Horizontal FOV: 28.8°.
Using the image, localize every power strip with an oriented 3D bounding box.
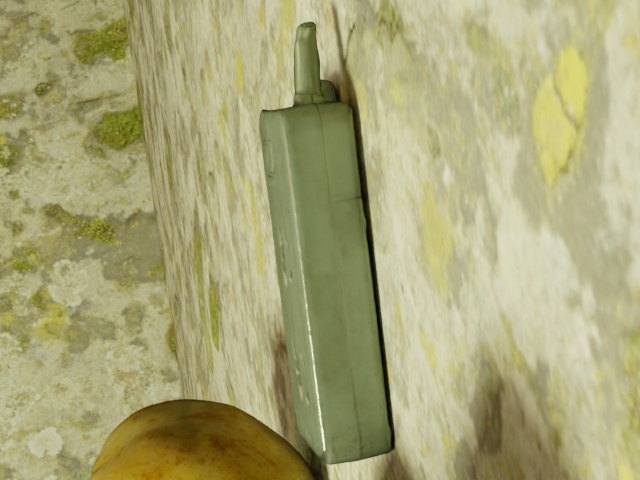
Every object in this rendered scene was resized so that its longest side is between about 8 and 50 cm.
[{"bbox_3d":[0.000,0.000,0.833,0.093,0.053,0.288,-159,60,-77],"label":"power strip"}]

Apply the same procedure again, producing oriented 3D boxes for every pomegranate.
[{"bbox_3d":[-0.109,0.252,1.114,0.233,0.233,0.233,172,90,-79],"label":"pomegranate"}]
